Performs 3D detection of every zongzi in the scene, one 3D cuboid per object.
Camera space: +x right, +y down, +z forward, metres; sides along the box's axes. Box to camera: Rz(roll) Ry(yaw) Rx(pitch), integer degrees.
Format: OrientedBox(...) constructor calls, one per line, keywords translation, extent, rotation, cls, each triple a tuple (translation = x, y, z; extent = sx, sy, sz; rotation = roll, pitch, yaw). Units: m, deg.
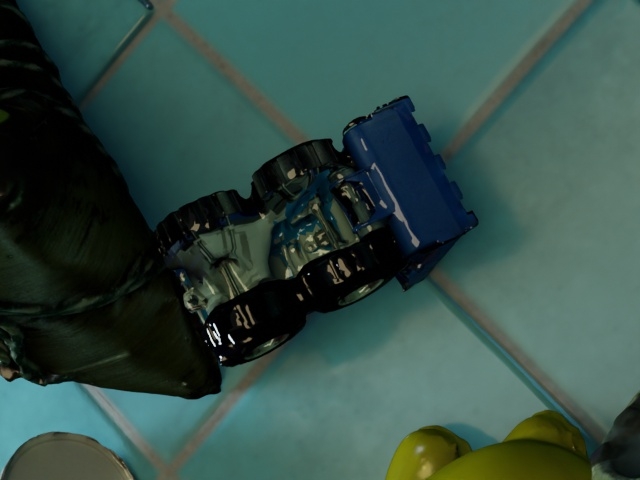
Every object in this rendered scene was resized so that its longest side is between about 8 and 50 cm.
OrientedBox(translation=(-0.253, -0.081, 1.370), extent=(0.383, 0.319, 0.362), rotation=(14, 67, 25), cls="zongzi")

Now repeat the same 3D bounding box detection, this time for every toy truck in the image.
OrientedBox(translation=(0.000, 0.000, 1.298), extent=(0.208, 0.126, 0.113), rotation=(-28, 76, 3), cls="toy truck")

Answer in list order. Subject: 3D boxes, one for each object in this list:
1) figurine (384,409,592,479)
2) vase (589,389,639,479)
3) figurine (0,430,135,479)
OrientedBox(translation=(0.084, 0.276, 1.192), extent=(0.340, 0.231, 0.323), rotation=(-48, 41, 2), cls="figurine")
OrientedBox(translation=(0.315, 0.192, 0.981), extent=(0.241, 0.329, 0.302), rotation=(-42, 99, -2), cls="vase")
OrientedBox(translation=(-0.199, 0.286, 1.388), extent=(0.141, 0.166, 0.250), rotation=(-48, 40, 48), cls="figurine")
